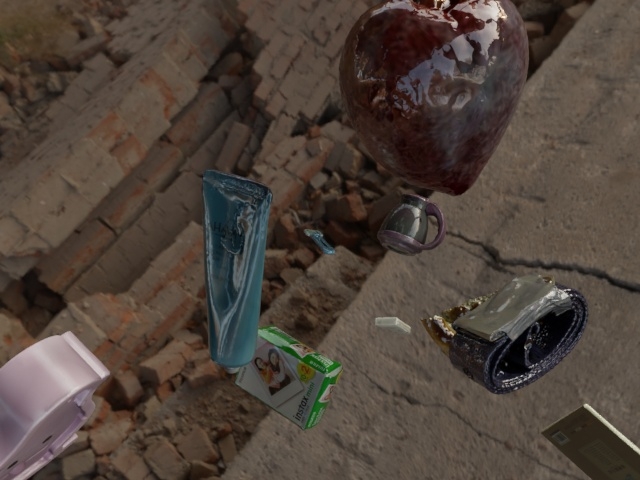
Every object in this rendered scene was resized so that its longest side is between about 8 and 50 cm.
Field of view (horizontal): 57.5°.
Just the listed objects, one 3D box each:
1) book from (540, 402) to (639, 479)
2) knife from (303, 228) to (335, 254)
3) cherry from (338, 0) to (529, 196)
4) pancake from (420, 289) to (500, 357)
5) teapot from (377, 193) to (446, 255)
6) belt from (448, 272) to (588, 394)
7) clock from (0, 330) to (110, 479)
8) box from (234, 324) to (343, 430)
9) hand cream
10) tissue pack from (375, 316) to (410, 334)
[{"bbox_3d":[0.748,0.569,1.500,0.310,0.216,0.021,42,55,16],"label":"book"},{"bbox_3d":[0.000,0.000,0.823,0.027,0.010,0.096,5,18,-20],"label":"knife"},{"bbox_3d":[0.142,-0.191,0.736,0.230,0.300,0.203,-27,31,-21],"label":"cherry"},{"bbox_3d":[0.382,0.232,1.329,0.258,0.056,0.212,-19,83,8],"label":"pancake"},{"bbox_3d":[0.219,-0.043,1.406,0.148,0.116,0.145,5,70,61],"label":"teapot"},{"bbox_3d":[0.324,0.148,0.979,0.231,0.139,0.126,-33,24,-13],"label":"belt"},{"bbox_3d":[-0.401,0.249,0.684,0.080,0.275,0.290,45,39,7],"label":"clock"},{"bbox_3d":[-0.080,0.337,1.469,0.250,0.103,0.180,26,106,25],"label":"box"},{"bbox_3d":[-0.087,0.042,0.595,0.083,0.224,0.048,18,28,27],"label":"hand cream"},{"bbox_3d":[0.176,0.206,1.409,0.056,0.108,0.023,-4,68,25],"label":"tissue pack"}]
